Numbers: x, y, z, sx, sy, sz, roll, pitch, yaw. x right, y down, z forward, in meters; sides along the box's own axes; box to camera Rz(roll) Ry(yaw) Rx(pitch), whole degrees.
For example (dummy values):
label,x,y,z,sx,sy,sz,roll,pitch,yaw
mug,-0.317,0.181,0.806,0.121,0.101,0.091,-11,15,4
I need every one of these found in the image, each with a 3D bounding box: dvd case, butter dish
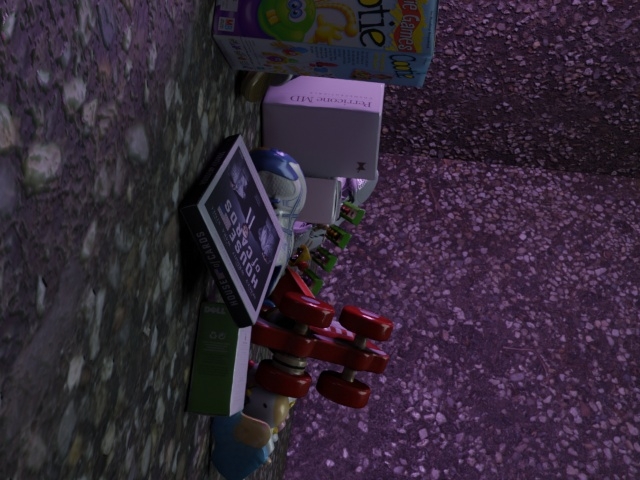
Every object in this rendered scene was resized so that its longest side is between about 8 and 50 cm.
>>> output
label,x,y,z,sx,sy,sz,roll,pitch,yaw
dvd case,-0.110,-0.021,0.929,0.238,0.030,0.179,-78,150,-61
butter dish,-0.077,0.159,1.695,0.160,0.118,0.160,55,-8,11

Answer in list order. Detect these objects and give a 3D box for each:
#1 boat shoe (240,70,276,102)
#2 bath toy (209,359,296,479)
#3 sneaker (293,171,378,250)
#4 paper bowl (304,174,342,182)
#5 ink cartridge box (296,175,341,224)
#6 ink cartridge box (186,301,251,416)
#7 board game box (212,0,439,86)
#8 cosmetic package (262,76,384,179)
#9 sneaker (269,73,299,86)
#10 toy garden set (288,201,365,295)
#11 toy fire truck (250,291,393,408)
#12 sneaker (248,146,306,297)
label,x,y,z,sx,sy,sz,roll,pitch,yaw
boat shoe,-0.103,-0.265,1.086,0.153,0.048,0.056,-69,179,-50
bath toy,-0.115,0.307,1.293,0.151,0.129,0.348,-39,-178,9
sneaker,-0.017,-0.131,1.993,0.366,0.210,0.137,-43,155,-26
paper bowl,-0.016,-0.210,1.674,0.284,0.148,0.284,6,90,-87
ink cartridge box,-0.039,-0.088,1.417,0.218,0.159,0.092,-42,137,-85
ink cartridge box,-0.139,0.144,0.999,0.109,0.062,0.209,71,24,-80
board game box,0.013,-0.304,0.917,0.144,0.275,0.142,48,48,-86
cosmetic package,0.024,-0.329,1.472,0.453,0.230,0.161,-81,175,-48
sneaker,-0.049,-0.391,1.213,0.163,0.086,0.226,-49,154,-69
toy garden set,0.000,0.000,1.780,0.244,0.049,0.204,-60,-158,3
toy fire truck,-0.025,0.183,1.308,0.254,0.302,0.169,24,-84,65
sneaker,-0.087,-0.020,1.170,0.296,0.112,0.131,91,6,-48
